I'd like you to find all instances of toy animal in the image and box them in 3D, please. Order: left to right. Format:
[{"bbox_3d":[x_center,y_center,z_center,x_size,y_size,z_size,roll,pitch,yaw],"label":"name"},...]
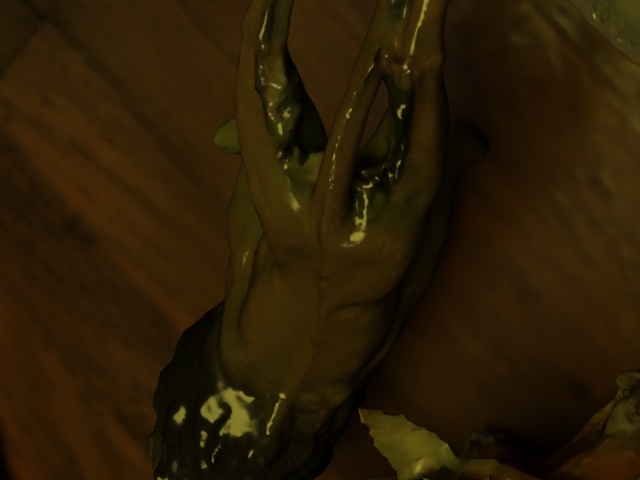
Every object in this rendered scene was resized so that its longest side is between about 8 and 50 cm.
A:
[{"bbox_3d":[0.004,-0.014,0.453,0.069,0.086,0.220,15,135,1],"label":"toy animal"}]

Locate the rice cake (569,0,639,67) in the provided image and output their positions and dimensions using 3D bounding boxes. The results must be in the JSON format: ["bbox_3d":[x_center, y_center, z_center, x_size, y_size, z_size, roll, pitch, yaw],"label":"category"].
[{"bbox_3d":[0.082,-0.092,0.411,0.298,0.050,0.106,44,119,10],"label":"rice cake"}]

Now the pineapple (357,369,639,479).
[{"bbox_3d":[0.100,0.174,0.341,0.344,0.286,0.209,46,120,8],"label":"pineapple"}]
